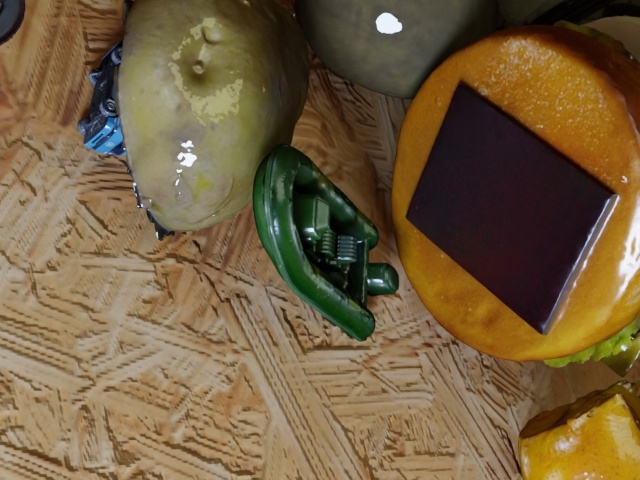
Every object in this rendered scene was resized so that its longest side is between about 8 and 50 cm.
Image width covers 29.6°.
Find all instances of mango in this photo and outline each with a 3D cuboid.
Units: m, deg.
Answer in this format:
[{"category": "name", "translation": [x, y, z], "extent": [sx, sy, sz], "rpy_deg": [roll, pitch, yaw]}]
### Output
[{"category": "mango", "translation": [0.256, 0.223, 0.967], "extent": [0.252, 0.126, 0.154], "rpy_deg": [52, 37, -15]}]

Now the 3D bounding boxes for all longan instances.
[{"category": "longan", "translation": [0.068, -0.203, 1.031], "extent": [0.187, 0.167, 0.167], "rpy_deg": [36, 45, -48]}]

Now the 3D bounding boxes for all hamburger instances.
[{"category": "hamburger", "translation": [0.213, -0.045, 0.976], "extent": [0.225, 0.291, 0.291], "rpy_deg": [-7, 71, -43]}]

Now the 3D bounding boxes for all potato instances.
[{"category": "potato", "translation": [-0.073, -0.131, 0.869], "extent": [0.138, 0.098, 0.243], "rpy_deg": [60, 29, -51]}]

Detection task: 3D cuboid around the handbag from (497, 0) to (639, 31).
[{"category": "handbag", "translation": [0.206, -0.344, 1.124], "extent": [0.416, 0.316, 0.180], "rpy_deg": [48, 44, -15]}]

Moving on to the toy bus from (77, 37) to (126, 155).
[{"category": "toy bus", "translation": [-0.143, -0.101, 0.875], "extent": [0.046, 0.038, 0.083], "rpy_deg": [26, 53, -31]}]

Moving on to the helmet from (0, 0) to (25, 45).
[{"category": "helmet", "translation": [-0.259, -0.166, 0.791], "extent": [0.123, 0.070, 0.098], "rpy_deg": [50, 51, -16]}]

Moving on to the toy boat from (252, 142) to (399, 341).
[{"category": "toy boat", "translation": [0.000, 0.000, 0.884], "extent": [0.210, 0.052, 0.104], "rpy_deg": [45, 46, -56]}]
